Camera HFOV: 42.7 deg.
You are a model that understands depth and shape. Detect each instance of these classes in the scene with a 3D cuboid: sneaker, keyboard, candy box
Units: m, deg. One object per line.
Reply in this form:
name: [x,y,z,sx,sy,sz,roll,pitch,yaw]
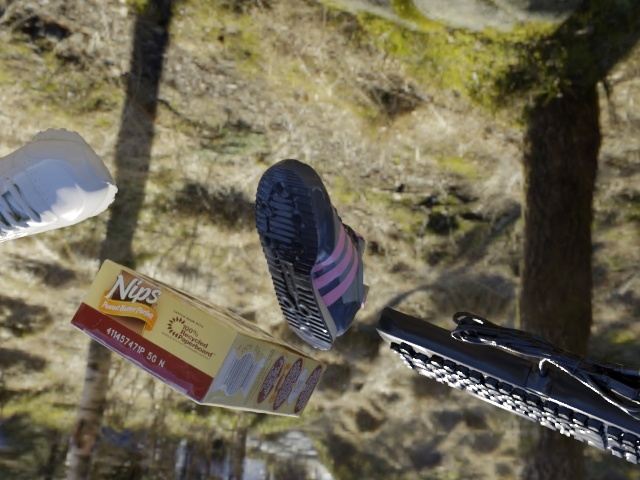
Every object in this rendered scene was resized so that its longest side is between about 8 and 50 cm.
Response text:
sneaker: [-0.274,-0.032,0.719,0.235,0.095,0.090,-11,114,39]
keyboard: [0.188,0.128,0.697,0.317,0.033,0.201,18,156,30]
sneaker: [0.000,0.000,1.083,0.112,0.131,0.319,28,145,29]
candy box: [-0.128,0.127,0.980,0.183,0.087,0.316,27,174,22]
